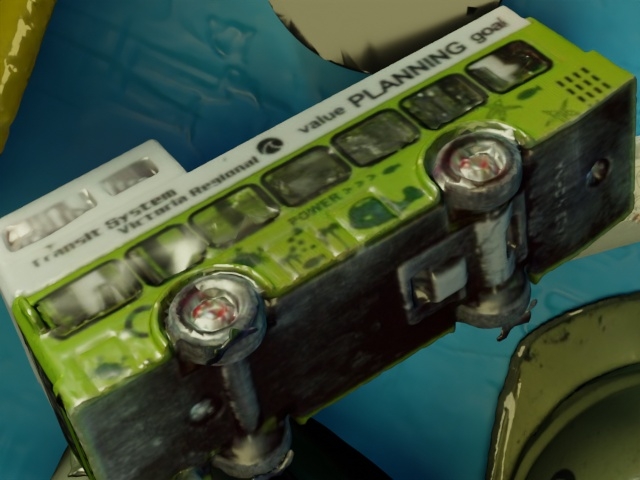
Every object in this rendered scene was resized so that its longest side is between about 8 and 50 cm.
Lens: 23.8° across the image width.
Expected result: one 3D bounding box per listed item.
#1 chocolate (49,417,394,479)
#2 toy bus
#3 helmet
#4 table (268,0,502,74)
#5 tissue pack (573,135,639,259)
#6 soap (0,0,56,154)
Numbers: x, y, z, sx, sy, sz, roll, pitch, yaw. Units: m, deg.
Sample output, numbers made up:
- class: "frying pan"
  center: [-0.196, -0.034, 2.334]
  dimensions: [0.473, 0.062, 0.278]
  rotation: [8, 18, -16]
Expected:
- class: "chocolate"
  center: [-0.035, 0.190, 0.776]
  dimensions: [0.284, 0.283, 0.186]
  rotation: [37, 102, -4]
- class: "toy bus"
  center: [0.000, 0.000, 0.713]
  dimensions: [0.302, 0.139, 0.113]
  rotation: [-29, 139, -18]
- class: "helmet"
  center: [0.185, 0.168, 0.802]
  dimensions: [0.204, 0.137, 0.257]
  rotation: [-8, 105, 10]
- class: "table"
  center: [0.034, -0.153, 0.777]
  dimensions: [0.134, 0.043, 0.133]
  rotation: [2, 106, 7]
- class: "tissue pack"
  center: [0.152, -0.022, 0.809]
  dimensions: [0.108, 0.023, 0.056]
  rotation: [-17, 103, 12]
- class: "soap"
  center: [-0.182, -0.123, 0.730]
  dimensions: [0.091, 0.199, 0.315]
  rotation: [18, 110, -20]
